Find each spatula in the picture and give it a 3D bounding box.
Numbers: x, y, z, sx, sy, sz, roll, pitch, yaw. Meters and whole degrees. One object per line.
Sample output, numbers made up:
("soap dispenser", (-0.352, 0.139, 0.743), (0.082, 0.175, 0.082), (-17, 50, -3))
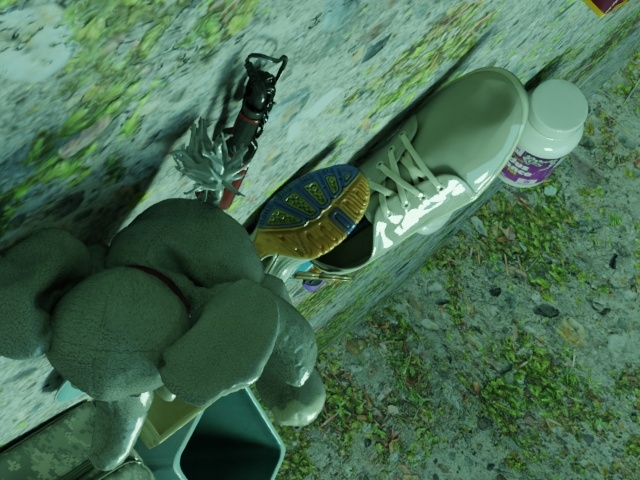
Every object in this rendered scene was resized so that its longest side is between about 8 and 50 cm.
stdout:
("spatula", (-0.008, 0.078, 2.253), (0.084, 0.030, 0.296), (-42, 177, 3))

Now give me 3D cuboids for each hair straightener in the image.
("hair straightener", (-0.075, -0.119, 1.042), (0.230, 0.047, 0.089), (114, -2, -60))

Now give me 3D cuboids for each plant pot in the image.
("plant pot", (-0.252, 0.378, 1.873), (0.252, 0.248, 0.247), (-8, -145, 29))

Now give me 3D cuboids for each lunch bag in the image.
("lunch bag", (-0.384, 0.423, 1.607), (0.212, 0.256, 0.305), (-47, 170, 32))

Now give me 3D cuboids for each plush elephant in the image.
("plush elephant", (-0.153, 0.085, 0.985), (0.255, 0.272, 0.330), (-51, 153, -50))

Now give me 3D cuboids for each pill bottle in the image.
("pill bottle", (0.488, -0.242, 2.411), (0.169, 0.169, 0.301), (-39, 170, -16))

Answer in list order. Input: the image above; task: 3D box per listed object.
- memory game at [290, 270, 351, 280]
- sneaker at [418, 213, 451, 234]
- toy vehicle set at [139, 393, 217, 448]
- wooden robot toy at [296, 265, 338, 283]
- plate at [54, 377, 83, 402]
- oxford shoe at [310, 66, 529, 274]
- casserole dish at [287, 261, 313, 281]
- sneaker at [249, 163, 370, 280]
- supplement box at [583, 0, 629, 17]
("memory game", (-0.042, 0.054, 1.686), (0.186, 0.012, 0.186), (3, 178, 0))
("sneaker", (0.288, -0.139, 2.305), (0.292, 0.108, 0.169), (-46, 176, -46))
("toy vehicle set", (-0.163, 0.122, 1.377), (0.267, 0.166, 0.035), (-35, 180, -37))
("wooden robot toy", (0.010, 0.053, 2.087), (0.173, 0.079, 0.076), (-34, 168, -40))
("plate", (-0.289, 0.151, 1.458), (0.188, 0.024, 0.188), (-39, 171, -7))
("oxford shoe", (0.135, -0.093, 1.663), (0.449, 0.169, 0.130), (-39, 171, 20))
("casserole dish", (0.000, 0.000, 1.924), (0.188, 0.037, 0.114), (-44, 171, 9))
("sneaker", (-0.054, -0.006, 1.530), (0.296, 0.112, 0.131), (-41, -171, 10))
("supplement box", (0.496, -0.454, 1.698), (0.104, 0.081, 0.188), (-33, 168, -43))
